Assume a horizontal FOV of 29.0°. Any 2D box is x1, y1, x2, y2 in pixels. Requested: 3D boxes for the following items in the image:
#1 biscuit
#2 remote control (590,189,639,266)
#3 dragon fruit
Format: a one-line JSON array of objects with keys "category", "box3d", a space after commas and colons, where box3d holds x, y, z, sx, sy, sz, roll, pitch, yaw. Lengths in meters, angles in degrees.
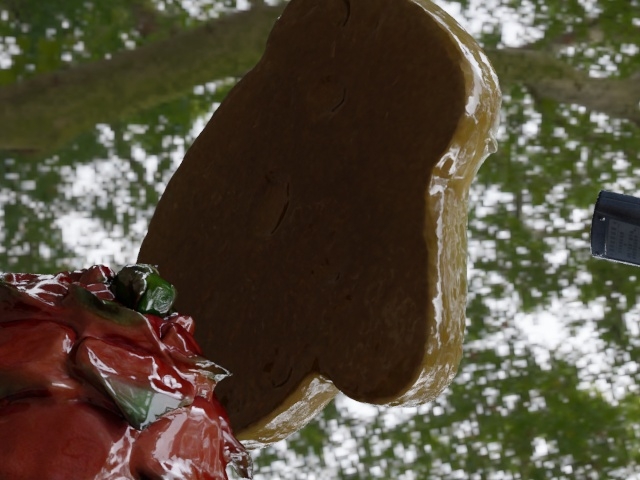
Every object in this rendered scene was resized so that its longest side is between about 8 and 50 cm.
[{"category": "biscuit", "box3d": [0.001, 0.000, 0.829, 0.287, 0.057, 0.344, 41, -75, 41]}, {"category": "remote control", "box3d": [0.212, 0.008, 0.623, 0.152, 0.027, 0.043, 14, -30, 21]}, {"category": "dragon fruit", "box3d": [-0.143, 0.134, 0.637, 0.193, 0.192, 0.274, -13, -130, 61]}]
